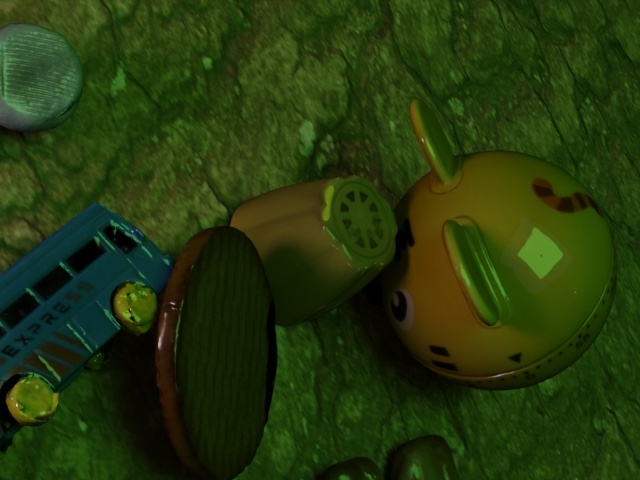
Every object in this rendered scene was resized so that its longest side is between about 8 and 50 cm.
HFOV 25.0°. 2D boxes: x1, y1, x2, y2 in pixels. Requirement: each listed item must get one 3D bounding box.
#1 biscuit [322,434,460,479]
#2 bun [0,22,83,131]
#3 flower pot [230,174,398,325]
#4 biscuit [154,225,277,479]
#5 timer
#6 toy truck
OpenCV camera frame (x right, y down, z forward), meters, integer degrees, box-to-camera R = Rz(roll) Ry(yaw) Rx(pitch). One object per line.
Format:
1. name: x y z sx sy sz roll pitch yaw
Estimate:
1. biscuit: 0.124 0.421 1.954 0.237 0.062 0.290 -12 80 -42
2. bun: -0.365 -0.198 1.783 0.141 0.083 0.141 8 77 -34
3. flower pot: 0.000 0.000 1.944 0.195 0.179 0.195 19 59 -36
4. biscuit: -0.124 0.139 1.771 0.318 0.040 0.318 -1 90 -71
5. timer: 0.223 0.020 1.999 0.387 0.376 0.376 46 45 -45
6. toy truck: -0.328 0.113 1.634 0.162 0.161 0.385 48 49 -2
